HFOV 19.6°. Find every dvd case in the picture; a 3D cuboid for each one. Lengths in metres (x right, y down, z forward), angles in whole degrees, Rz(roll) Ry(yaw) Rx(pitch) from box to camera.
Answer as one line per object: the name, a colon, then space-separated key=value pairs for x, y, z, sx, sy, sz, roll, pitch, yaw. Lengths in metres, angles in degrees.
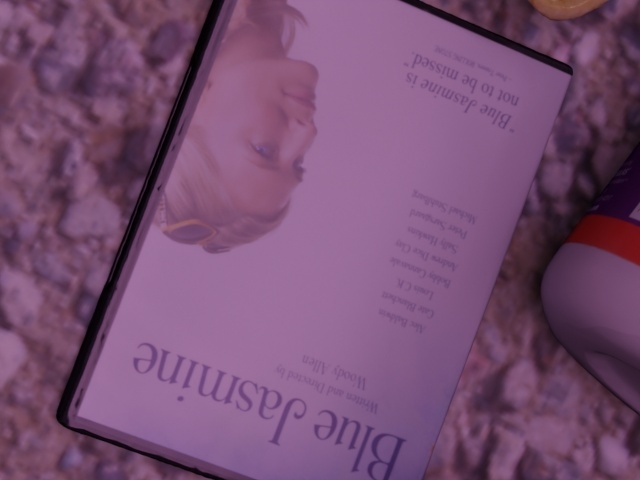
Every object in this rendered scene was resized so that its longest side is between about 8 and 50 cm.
dvd case: x=0.000 y=0.000 z=0.897 sx=0.180 sy=0.022 sz=0.253 roll=21 pitch=87 yaw=-15

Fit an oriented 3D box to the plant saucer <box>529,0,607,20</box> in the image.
plant saucer: x=0.154 y=-0.322 z=0.894 sx=0.333 sy=0.081 sz=0.332 roll=-31 pitch=99 yaw=-11

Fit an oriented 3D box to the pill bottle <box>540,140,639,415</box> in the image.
pill bottle: x=0.262 y=-0.044 z=0.883 sx=0.181 sy=0.181 sz=0.323 roll=40 pitch=82 yaw=-13
